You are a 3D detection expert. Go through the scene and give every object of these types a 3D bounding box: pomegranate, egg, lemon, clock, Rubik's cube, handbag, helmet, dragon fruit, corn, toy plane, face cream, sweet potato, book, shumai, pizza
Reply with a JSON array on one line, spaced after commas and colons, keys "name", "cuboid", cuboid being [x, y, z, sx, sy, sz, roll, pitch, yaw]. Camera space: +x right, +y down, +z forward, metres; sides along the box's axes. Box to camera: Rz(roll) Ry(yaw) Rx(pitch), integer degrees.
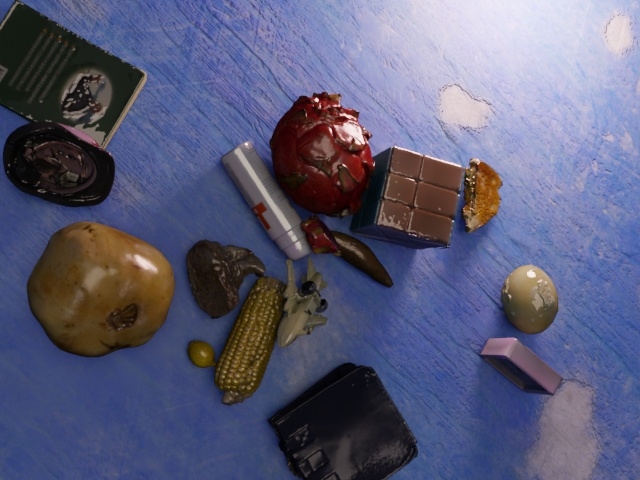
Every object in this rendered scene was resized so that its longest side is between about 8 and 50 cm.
[{"name": "pomegranate", "cuboid": [-0.511, 0.109, 1.687, 0.332, 0.332, 0.333, 2, 84, -17]}, {"name": "egg", "cuboid": [0.611, 0.172, 2.099, 0.164, 0.164, 0.202, -2, 80, -17]}, {"name": "lemon", "cuboid": [-0.305, 0.295, 1.856, 0.092, 0.065, 0.065, 43, 74, -6]}, {"name": "clock", "cuboid": [0.575, 0.362, 2.071, 0.197, 0.150, 0.063, 39, 72, -10]}, {"name": "Rubik's cube", "cuboid": [0.235, -0.107, 1.976, 0.221, 0.231, 0.225, 15, 82, -14]}, {"name": "handbag", "cuboid": [0.052, 0.522, 1.912, 0.329, 0.122, 0.303, -32, 95, -18]}, {"name": "helmet", "cuboid": [-0.638, -0.198, 1.761, 0.253, 0.154, 0.198, 7, 118, -25]}, {"name": "dragon fruit", "cuboid": [0.004, -0.221, 1.900, 0.277, 0.277, 0.343, -3, 94, -17]}, {"name": "corn", "cuboid": [-0.180, 0.258, 1.862, 0.130, 0.130, 0.347, 23, 73, -13]}, {"name": "toy plane", "cuboid": [-0.047, 0.172, 1.879, 0.242, 0.104, 0.256, 61, 32, -37]}, {"name": "face cream", "cuboid": [-0.136, -0.097, 1.928, 0.102, 0.102, 0.346, -33, 93, -17]}, {"name": "sweet potato", "cuboid": [0.115, 0.044, 2.005, 0.243, 0.077, 0.077, 33, 76, -13]}, {"name": "book", "cuboid": [-0.666, -0.409, 1.831, 0.371, 0.043, 0.260, 30, 79, -11]}, {"name": "shumai", "cuboid": [-0.240, 0.089, 1.866, 0.175, 0.166, 0.206, -13, 90, -40]}, {"name": "dragon fruit", "cuboid": [-0.002, -0.004, 1.908, 0.068, 0.112, 0.126, -36, 97, 9]}, {"name": "pizza", "cuboid": [0.469, -0.127, 2.136, 0.147, 0.069, 0.226, 7, 85, -38]}]
